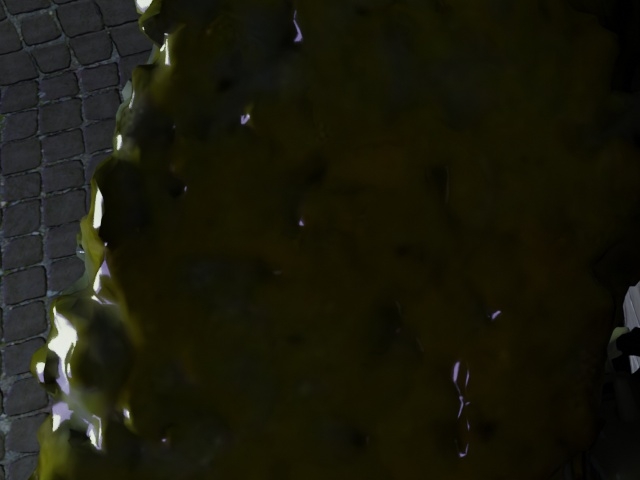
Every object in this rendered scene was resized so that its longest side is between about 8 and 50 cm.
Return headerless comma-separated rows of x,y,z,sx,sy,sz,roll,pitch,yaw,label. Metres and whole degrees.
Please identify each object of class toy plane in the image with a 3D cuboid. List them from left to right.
0.151,0.087,0.938,0.286,0.108,0.092,-60,-43,-73,toy plane

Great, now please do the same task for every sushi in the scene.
0.000,0.000,0.826,0.351,0.240,0.396,-133,57,-83,sushi

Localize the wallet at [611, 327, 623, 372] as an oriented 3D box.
0.177,-0.016,1.283,0.190,0.046,0.379,-102,-2,-48,wallet
